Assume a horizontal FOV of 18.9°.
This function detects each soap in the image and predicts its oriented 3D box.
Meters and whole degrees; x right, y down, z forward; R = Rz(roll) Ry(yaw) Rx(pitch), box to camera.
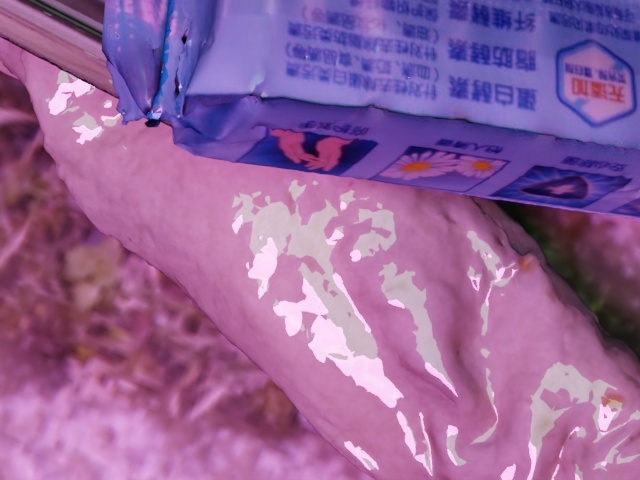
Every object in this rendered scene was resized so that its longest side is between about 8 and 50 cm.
[{"bbox_3d":[0.064,-0.094,0.731,0.293,0.077,0.156,9,70,-20],"label":"soap"}]

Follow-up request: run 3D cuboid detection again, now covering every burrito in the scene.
[{"bbox_3d":[0.000,0.000,0.768,0.392,0.076,0.117,43,85,11],"label":"burrito"}]

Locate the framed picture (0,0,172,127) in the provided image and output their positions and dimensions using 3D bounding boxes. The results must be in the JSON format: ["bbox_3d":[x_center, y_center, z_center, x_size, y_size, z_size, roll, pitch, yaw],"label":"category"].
[{"bbox_3d":[-0.109,-0.186,0.791,0.296,0.019,0.232,27,60,7],"label":"framed picture"}]
